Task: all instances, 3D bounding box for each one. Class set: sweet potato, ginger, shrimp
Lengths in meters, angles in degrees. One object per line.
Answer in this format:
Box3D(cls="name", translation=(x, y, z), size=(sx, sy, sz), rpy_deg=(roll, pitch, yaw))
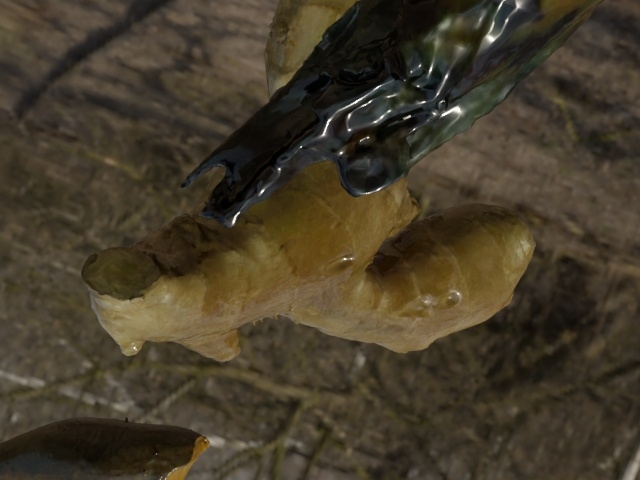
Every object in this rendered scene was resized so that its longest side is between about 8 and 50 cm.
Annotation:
Box3D(cls="sweet potato", translation=(-0.221, 0.196, 1.166), size=(0.244, 0.077, 0.077), rpy_deg=(-3, 172, 11))
Box3D(cls="ginger", translation=(-0.005, 0.006, 1.019), size=(0.122, 0.348, 0.363), rpy_deg=(25, 153, 43))
Box3D(cls="shrimp", translation=(0.060, -0.202, 0.557), size=(0.272, 0.445, 0.085), rpy_deg=(35, -176, -16))
